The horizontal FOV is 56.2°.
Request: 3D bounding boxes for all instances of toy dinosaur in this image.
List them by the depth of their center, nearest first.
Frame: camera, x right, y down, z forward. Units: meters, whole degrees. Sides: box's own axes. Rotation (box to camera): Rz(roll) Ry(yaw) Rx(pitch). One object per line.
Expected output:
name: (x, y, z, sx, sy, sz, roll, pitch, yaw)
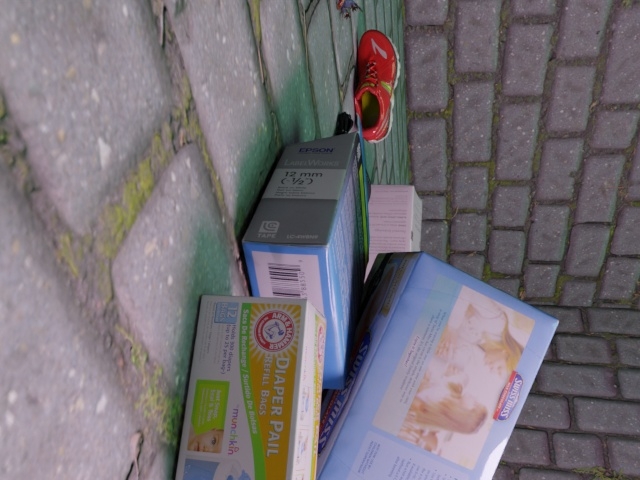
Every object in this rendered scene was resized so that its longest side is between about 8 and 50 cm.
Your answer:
toy dinosaur: (0.049, -0.496, 1.257, 0.090, 0.047, 0.082, 61, 13, 19)

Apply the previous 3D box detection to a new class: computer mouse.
computer mouse: (0.071, -0.129, 1.295, 0.184, 0.060, 0.262, -75, 161, -50)

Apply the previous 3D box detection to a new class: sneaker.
sneaker: (0.132, -0.380, 1.463, 0.118, 0.107, 0.279, -13, 101, -68)

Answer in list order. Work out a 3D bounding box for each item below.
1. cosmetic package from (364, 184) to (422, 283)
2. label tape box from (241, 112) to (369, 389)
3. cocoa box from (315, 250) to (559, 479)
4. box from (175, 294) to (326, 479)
cosmetic package: (0.166, 0.067, 1.512, 0.217, 0.156, 0.385, 23, 68, -73)
label tape box: (0.000, 0.000, 0.873, 0.348, 0.115, 0.249, -76, 163, -52)
cocoa box: (0.143, 0.215, 0.894, 0.347, 0.231, 0.228, -65, -173, -5)
box: (-0.062, 0.163, 0.594, 0.103, 0.114, 0.203, 59, 33, -68)
